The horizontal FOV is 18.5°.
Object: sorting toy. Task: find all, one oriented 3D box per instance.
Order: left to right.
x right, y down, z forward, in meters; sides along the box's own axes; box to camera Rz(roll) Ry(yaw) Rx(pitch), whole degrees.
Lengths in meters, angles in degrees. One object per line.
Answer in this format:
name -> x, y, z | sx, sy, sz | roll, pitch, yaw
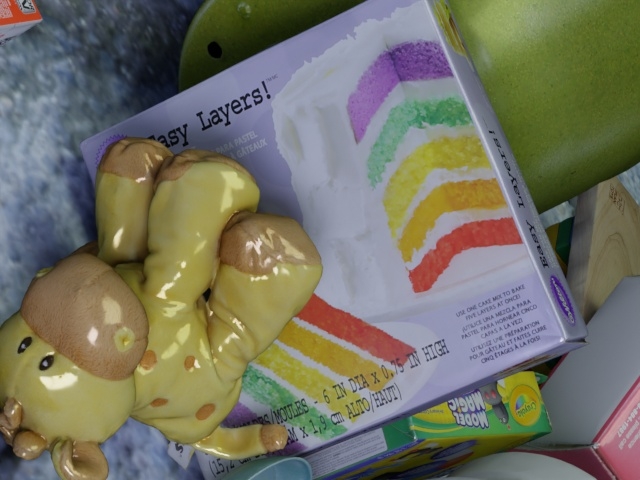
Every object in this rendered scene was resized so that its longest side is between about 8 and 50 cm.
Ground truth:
sorting toy -> 0.274, 0.108, 1.754 | 0.255, 0.089, 0.257 | 49, 32, -24

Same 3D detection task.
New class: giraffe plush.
giraffe plush -> -0.123, 0.055, 1.133 | 0.170, 0.181, 0.210 | -13, 112, -50

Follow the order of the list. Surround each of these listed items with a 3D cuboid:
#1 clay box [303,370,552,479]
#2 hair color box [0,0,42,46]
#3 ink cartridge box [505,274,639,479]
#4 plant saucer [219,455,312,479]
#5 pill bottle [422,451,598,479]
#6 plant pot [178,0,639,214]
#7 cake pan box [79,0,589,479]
clay box -> 0.067, 0.134, 1.366 | 0.222, 0.127, 0.053 | 7, 62, -55
hair color box -> -0.235, -0.125, 1.150 | 0.141, 0.072, 0.043 | -22, 86, -61
ink cartridge box -> 0.303, 0.194, 1.569 | 0.207, 0.117, 0.283 | -48, 114, -29
plant saucer -> -0.053, 0.173, 1.182 | 0.021, 0.119, 0.119 | 37, 20, 25
pill bottle -> 0.061, 0.278, 1.141 | 0.229, 0.229, 0.408 | 61, 29, -3
plant pot -> 0.084, -0.148, 1.446 | 0.353, 0.366, 0.366 | -40, 102, -47
cake pan box -> 0.000, 0.000, 1.230 | 0.070, 0.267, 0.245 | 4, 65, -68
